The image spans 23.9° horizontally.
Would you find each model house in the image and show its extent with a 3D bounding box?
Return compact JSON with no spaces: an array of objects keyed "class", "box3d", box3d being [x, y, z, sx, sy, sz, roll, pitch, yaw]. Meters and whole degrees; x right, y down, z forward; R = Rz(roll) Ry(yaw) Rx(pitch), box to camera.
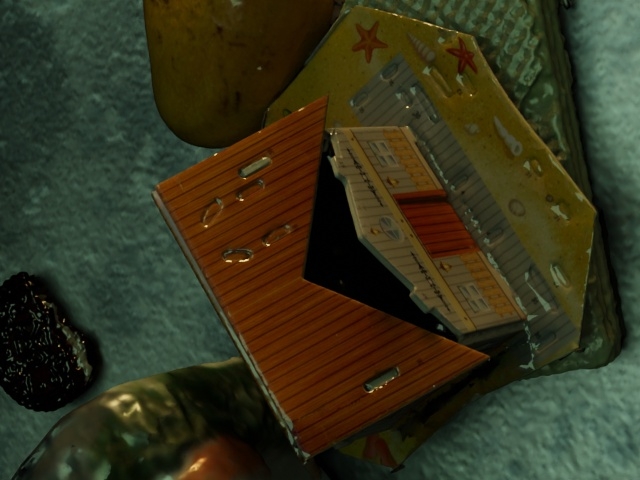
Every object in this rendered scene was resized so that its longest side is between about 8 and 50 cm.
[{"class":"model house","box3d":[-0.040,0.251,0.806,0.301,0.190,0.271,43,110,20]},{"class":"model house","box3d":[0.000,0.000,0.742,0.207,0.136,0.219,-40,73,32]}]

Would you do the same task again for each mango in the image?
[{"class":"mango","box3d":[-0.046,-0.131,0.846,0.115,0.089,0.165,8,99,31]}]

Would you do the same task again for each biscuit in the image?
[{"class":"biscuit","box3d":[0.068,-0.046,0.805,0.150,0.052,0.252,-10,87,31]},{"class":"biscuit","box3d":[-0.181,0.065,0.970,0.087,0.027,0.089,6,95,31]}]
